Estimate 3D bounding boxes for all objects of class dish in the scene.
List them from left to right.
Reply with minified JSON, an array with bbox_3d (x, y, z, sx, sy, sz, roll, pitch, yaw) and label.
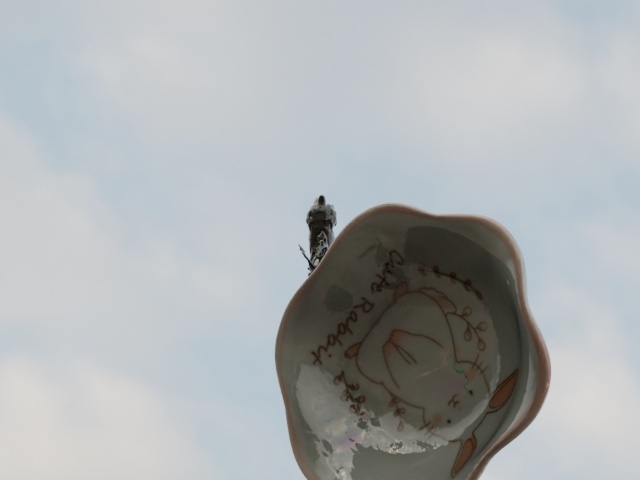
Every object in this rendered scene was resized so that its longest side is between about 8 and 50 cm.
[{"bbox_3d":[0.077,0.087,1.257,0.229,0.229,0.081,-12,-19,34],"label":"dish"}]

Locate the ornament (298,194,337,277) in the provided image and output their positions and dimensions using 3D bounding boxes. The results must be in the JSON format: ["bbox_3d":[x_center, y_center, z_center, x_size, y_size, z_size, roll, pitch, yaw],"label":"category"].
[{"bbox_3d":[0.000,0.000,1.435,0.028,0.073,0.125,0,2,4],"label":"ornament"}]
